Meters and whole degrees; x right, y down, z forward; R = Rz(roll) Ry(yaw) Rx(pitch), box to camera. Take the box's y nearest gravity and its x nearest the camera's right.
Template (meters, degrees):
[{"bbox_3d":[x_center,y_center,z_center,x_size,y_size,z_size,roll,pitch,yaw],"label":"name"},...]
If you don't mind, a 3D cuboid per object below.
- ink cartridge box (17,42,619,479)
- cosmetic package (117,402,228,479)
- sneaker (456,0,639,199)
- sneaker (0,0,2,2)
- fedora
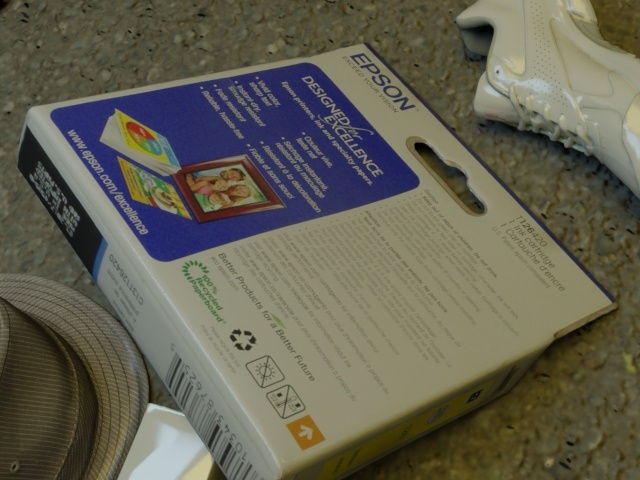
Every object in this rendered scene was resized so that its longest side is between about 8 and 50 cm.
[{"bbox_3d":[0.000,0.000,0.781,0.307,0.072,0.303,-17,56,-39],"label":"ink cartridge box"},{"bbox_3d":[-0.114,0.229,0.692,0.060,0.099,0.239,14,66,14],"label":"cosmetic package"},{"bbox_3d":[0.176,-0.103,0.836,0.115,0.090,0.232,-27,54,1],"label":"sneaker"},{"bbox_3d":[-0.299,-0.202,0.965,0.057,0.047,0.119,1,65,-5],"label":"sneaker"},{"bbox_3d":[-0.258,0.121,0.750,0.244,0.124,0.275,36,73,21],"label":"fedora"}]
